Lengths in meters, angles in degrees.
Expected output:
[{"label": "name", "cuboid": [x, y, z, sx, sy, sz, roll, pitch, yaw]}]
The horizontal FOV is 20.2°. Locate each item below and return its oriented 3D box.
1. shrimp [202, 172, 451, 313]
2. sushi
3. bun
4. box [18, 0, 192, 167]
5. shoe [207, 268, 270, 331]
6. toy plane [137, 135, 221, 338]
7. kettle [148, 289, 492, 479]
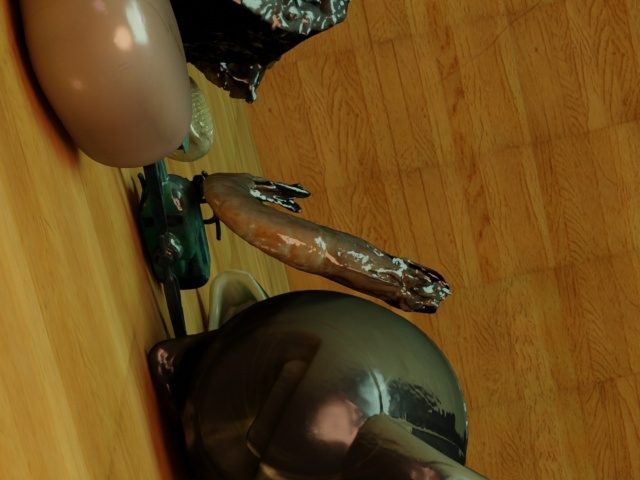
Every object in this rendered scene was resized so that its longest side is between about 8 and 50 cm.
[{"label": "shrimp", "cuboid": [0.000, 0.000, 1.463, 0.046, 0.219, 0.152, -64, -164, 12]}, {"label": "sushi", "cuboid": [-0.109, -0.256, 1.602, 0.225, 0.219, 0.238, 26, 68, -40]}, {"label": "bun", "cuboid": [-0.135, -0.111, 1.669, 0.086, 0.055, 0.086, -20, 90, -76]}, {"label": "box", "cuboid": [-0.137, -0.129, 1.160, 0.200, 0.088, 0.146, 69, 10, -71]}, {"label": "shoe", "cuboid": [-0.064, 0.134, 1.713, 0.265, 0.095, 0.110, -109, 178, -54]}, {"label": "toy plane", "cuboid": [-0.125, -0.027, 1.446, 0.096, 0.060, 0.235, -80, 166, -49]}, {"label": "kettle", "cuboid": [0.032, 0.164, 1.397, 0.228, 0.321, 0.324, -62, 168, -4]}]
